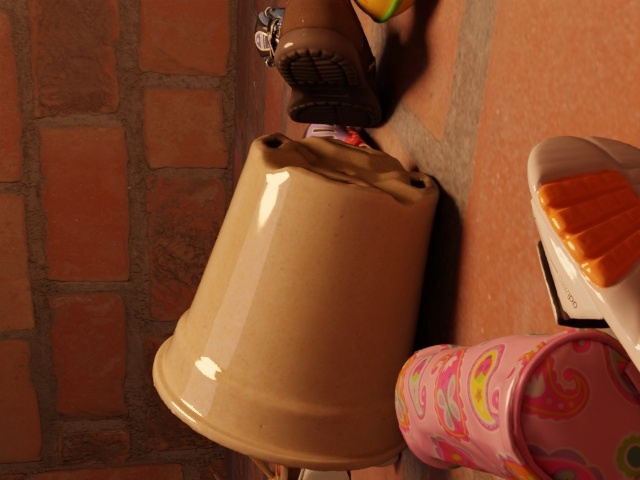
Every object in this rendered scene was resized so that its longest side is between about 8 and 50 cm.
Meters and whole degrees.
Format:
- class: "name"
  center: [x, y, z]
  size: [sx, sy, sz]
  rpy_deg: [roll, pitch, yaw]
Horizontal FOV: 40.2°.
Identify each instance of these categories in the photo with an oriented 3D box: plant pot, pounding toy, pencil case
- class: "plant pot"
  center: [-0.004, 0.047, 1.040]
  size: [0.334, 0.334, 0.305]
  rpy_deg: [-118, 41, -66]
- class: "pounding toy"
  center: [-0.079, 0.459, 1.727]
  size: [0.269, 0.155, 0.154]
  rpy_deg: [101, 168, -45]
- class: "pencil case"
  center: [0.148, 0.132, 0.692]
  size: [0.284, 0.124, 0.124]
  rpy_deg: [140, 128, -76]

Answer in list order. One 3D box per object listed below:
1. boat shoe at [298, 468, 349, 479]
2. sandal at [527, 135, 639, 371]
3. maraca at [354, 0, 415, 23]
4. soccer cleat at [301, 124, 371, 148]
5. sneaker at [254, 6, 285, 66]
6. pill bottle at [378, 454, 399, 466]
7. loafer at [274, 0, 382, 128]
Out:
- class: "boat shoe"
  center: [-0.015, 0.507, 1.536]
  size: [0.105, 0.113, 0.306]
  rpy_deg: [-114, 28, -78]
- class: "sandal"
  center: [0.186, 0.040, 0.523]
  size: [0.076, 0.102, 0.265]
  rpy_deg: [105, 159, -45]
- class: "maraca"
  center: [0.084, -0.333, 0.995]
  size: [0.185, 0.099, 0.127]
  rpy_deg: [116, 147, -53]
- class: "soccer cleat"
  center: [0.040, -0.113, 1.284]
  size: [0.116, 0.109, 0.318]
  rpy_deg: [-46, 22, 25]
- class: "sneaker"
  center: [-0.032, -0.316, 1.448]
  size: [0.330, 0.147, 0.129]
  rpy_deg: [-121, 32, -67]
- class: "pill bottle"
  center: [0.080, 0.267, 1.210]
  size: [0.043, 0.043, 0.083]
  rpy_deg: [102, 163, -47]
- class: "loafer"
  center: [0.022, -0.240, 1.159]
  size: [0.366, 0.134, 0.130]
  rpy_deg: [75, -160, -82]
